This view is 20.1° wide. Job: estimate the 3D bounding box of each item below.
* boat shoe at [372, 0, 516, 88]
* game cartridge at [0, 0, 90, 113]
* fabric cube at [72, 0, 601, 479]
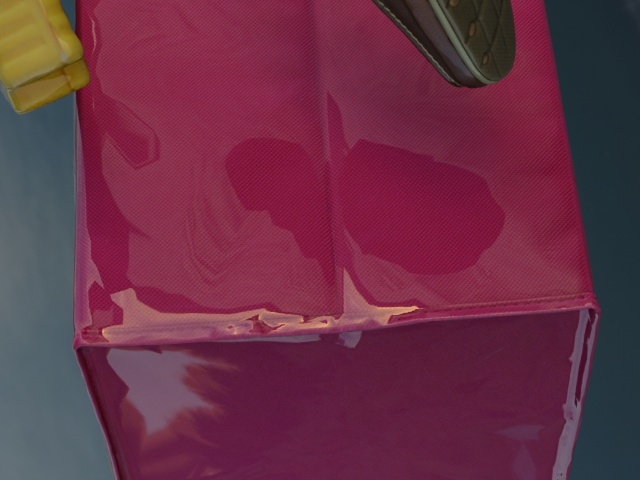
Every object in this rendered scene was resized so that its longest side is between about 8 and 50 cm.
[{"bbox_3d":[0.026,-0.143,0.813,0.060,0.064,0.178,-24,107,39],"label":"boat shoe"},{"bbox_3d":[-0.204,-0.224,0.864,0.323,0.053,0.285,64,172,-16],"label":"game cartridge"},{"bbox_3d":[0.000,0.000,1.001,0.254,0.259,0.258,89,177,-58],"label":"fabric cube"}]
